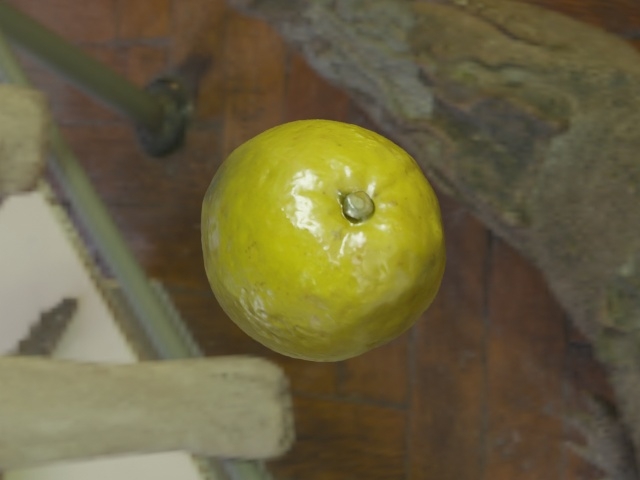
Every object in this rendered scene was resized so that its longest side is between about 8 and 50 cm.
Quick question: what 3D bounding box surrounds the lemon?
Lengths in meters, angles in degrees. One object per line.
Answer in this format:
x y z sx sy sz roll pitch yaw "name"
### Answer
0.000 0.000 1.240 0.207 0.170 0.170 162 104 -72 "lemon"
